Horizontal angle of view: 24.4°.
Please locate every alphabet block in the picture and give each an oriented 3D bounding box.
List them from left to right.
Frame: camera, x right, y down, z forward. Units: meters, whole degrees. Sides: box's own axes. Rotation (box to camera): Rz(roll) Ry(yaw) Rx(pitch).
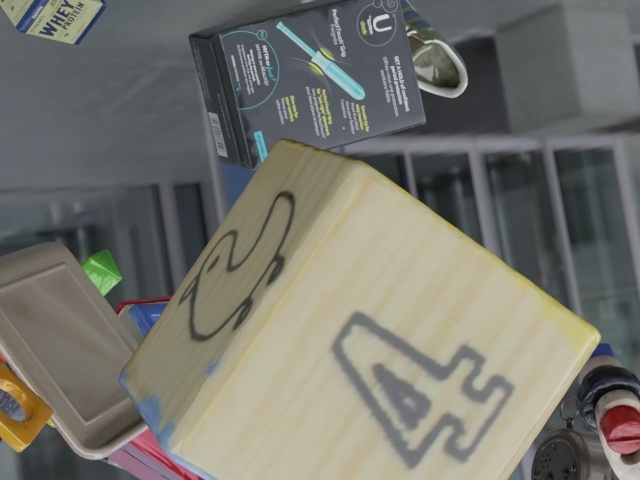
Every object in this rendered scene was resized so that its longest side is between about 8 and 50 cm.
[{"bbox_3d":[0.017,0.073,0.917,0.193,0.197,0.192,34,177,-19],"label":"alphabet block"}]

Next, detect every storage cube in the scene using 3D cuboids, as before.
[{"bbox_3d":[-0.196,0.203,1.917,0.193,0.215,0.184,40,157,-22],"label":"storage cube"}]

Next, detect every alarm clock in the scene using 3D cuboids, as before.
[{"bbox_3d":[0.353,0.313,2.100,0.064,0.192,0.129,15,155,-27],"label":"alarm clock"}]

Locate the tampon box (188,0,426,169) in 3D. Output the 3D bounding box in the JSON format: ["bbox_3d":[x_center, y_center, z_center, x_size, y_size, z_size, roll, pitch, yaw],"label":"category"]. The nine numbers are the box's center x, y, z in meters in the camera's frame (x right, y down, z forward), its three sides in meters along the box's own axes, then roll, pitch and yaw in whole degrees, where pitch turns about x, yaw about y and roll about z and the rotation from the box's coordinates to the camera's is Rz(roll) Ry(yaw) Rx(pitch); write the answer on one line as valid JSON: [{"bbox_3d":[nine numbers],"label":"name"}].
[{"bbox_3d":[-0.012,-0.138,1.256,0.161,0.120,0.101,-16,-168,-17],"label":"tampon box"}]

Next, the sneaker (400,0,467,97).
[{"bbox_3d":[0.086,-0.216,1.568,0.192,0.064,0.086,34,-164,-25],"label":"sneaker"}]

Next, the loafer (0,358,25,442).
[{"bbox_3d":[-0.371,0.195,1.530,0.109,0.095,0.302,35,115,-22],"label":"loafer"}]

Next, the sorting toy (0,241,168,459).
[{"bbox_3d":[-0.219,0.094,1.245,0.047,0.196,0.348,-43,175,20],"label":"sorting toy"}]

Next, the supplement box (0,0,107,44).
[{"bbox_3d":[-0.275,-0.248,1.479,0.056,0.083,0.083,-49,152,23],"label":"supplement box"}]

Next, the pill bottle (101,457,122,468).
[{"bbox_3d":[-0.259,0.286,2.193,0.219,0.122,0.123,20,173,1],"label":"pill bottle"}]

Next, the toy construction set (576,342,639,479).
[{"bbox_3d":[0.350,0.236,1.283,0.257,0.237,0.309,-8,-148,-28],"label":"toy construction set"}]
